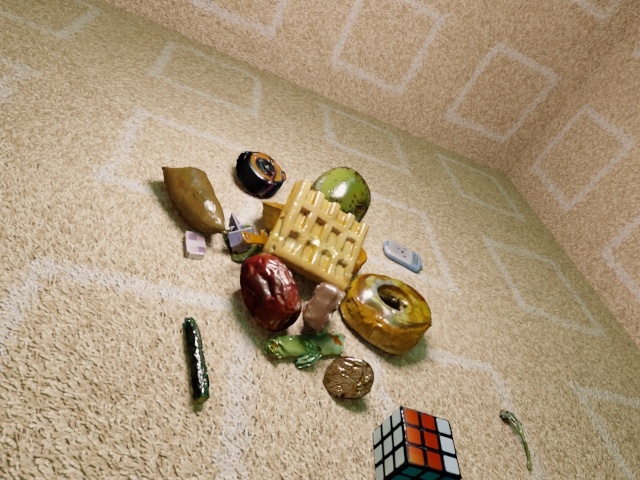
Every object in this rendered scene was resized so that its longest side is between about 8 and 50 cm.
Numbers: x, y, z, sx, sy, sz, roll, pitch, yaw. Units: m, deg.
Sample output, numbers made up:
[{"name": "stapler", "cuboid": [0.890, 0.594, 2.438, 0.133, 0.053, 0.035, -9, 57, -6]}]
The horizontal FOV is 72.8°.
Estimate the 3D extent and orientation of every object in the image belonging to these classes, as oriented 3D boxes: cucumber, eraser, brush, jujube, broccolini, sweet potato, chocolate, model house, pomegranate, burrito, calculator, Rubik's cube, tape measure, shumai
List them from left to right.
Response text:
[{"name": "eraser", "cuboid": [-0.420, 0.015, 1.451, 0.065, 0.026, 0.105, 11, 38, -31]}, {"name": "sweet potato", "cuboid": [-0.440, -0.137, 1.534, 0.157, 0.158, 0.370, -7, 56, -42]}, {"name": "cucumber", "cuboid": [-0.326, 0.303, 1.142, 0.044, 0.043, 0.257, 11, 38, -35]}, {"name": "model house", "cuboid": [-0.277, -0.022, 1.520, 0.117, 0.088, 0.167, -13, 49, -17]}, {"name": "brush", "cuboid": [-0.209, -0.003, 1.481, 0.090, 0.017, 0.314, 64, 8, 8]}, {"name": "tape measure", "cuboid": [-0.257, -0.289, 1.866, 0.202, 0.135, 0.223, 7, 45, -44]}, {"name": "jujube", "cuboid": [-0.153, 0.152, 1.339, 0.183, 0.183, 0.243, -9, 51, -44]}, {"name": "burrito", "cuboid": [-0.032, 0.333, 1.321, 0.287, 0.054, 0.104, 6, 43, -34]}, {"name": "chocolate", "cuboid": [0.004, 0.203, 1.360, 0.093, 0.148, 0.214, 31, -6, 5]}, {"name": "pomegranate", "cuboid": [0.043, -0.189, 1.894, 0.340, 0.285, 0.285, 20, 25, 35]}, {"name": "shumai", "cuboid": [0.092, 0.408, 1.292, 0.105, 0.139, 0.123, 34, 50, -58]}, {"name": "calculator", "cuboid": [0.377, 0.069, 1.977, 0.210, 0.039, 0.121, 29, 36, -3]}, {"name": "Rubik's cube", "cuboid": [0.246, 0.559, 1.143, 0.160, 0.162, 0.163, 21, 34, -13]}, {"name": "broccolini", "cuboid": [0.658, 0.650, 1.440, 0.054, 0.052, 0.194, 13, 38, -18]}]

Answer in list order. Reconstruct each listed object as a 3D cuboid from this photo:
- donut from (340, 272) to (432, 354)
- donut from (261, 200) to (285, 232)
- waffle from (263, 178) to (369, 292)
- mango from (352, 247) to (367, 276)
[{"name": "donut", "cuboid": [0.239, 0.246, 1.542, 0.329, 0.160, 0.330, 15, 44, -15]}, {"name": "donut", "cuboid": [-0.098, -0.073, 1.664, 0.277, 0.109, 0.277, 12, 8, -2]}, {"name": "waffle", "cuboid": [-0.001, 0.000, 1.509, 0.348, 0.077, 0.304, 32, 65, -25]}, {"name": "mango", "cuboid": [0.082, 0.032, 1.725, 0.153, 0.126, 0.252, 4, 40, -51]}]
